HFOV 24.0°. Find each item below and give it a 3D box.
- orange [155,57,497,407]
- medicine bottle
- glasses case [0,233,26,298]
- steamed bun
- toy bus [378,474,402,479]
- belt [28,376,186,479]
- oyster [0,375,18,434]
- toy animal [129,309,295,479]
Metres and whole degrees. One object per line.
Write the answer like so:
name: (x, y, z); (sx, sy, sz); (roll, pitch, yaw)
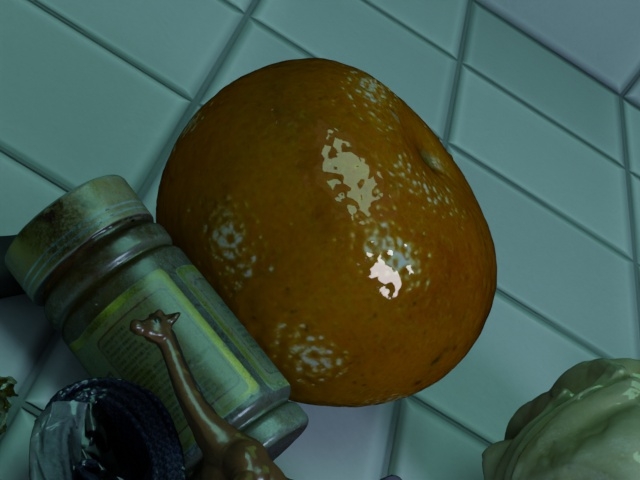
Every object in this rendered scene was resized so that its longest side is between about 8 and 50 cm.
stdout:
orange: (0.000, 0.000, 1.705); (0.424, 0.326, 0.424); (46, 22, -24)
medicine bottle: (-0.163, 0.101, 1.513); (0.322, 0.151, 0.151); (50, 30, 11)
glasses case: (-0.341, 0.026, 1.591); (0.072, 0.042, 0.190); (39, 26, 24)
steamed bun: (0.307, 0.253, 1.732); (0.203, 0.276, 0.289); (31, 37, 16)
toy bus: (0.035, 0.321, 1.427); (0.202, 0.142, 0.142); (1, 42, -49)
belt: (-0.189, 0.237, 1.333); (0.139, 0.126, 0.230); (-5, 39, -12)
oyster: (-0.329, 0.156, 1.403); (0.086, 0.029, 0.132); (28, 30, -2)
toy animal: (-0.089, 0.187, 1.306); (0.224, 0.066, 0.230); (36, 35, -26)
